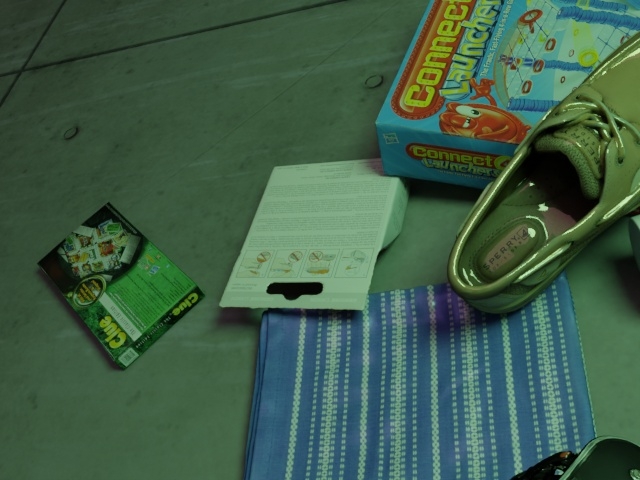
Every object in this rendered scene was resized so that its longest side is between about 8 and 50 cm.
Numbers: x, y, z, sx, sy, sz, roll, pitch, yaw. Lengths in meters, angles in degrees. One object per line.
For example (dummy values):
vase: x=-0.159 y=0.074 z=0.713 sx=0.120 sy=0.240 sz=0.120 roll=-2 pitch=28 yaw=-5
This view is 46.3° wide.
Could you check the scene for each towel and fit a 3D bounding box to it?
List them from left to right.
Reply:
towel: x=0.086 y=0.143 z=0.734 sx=0.336 sy=0.040 sz=0.243 roll=-10 pitch=49 yaw=18

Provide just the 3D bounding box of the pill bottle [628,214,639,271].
pill bottle: x=0.381 y=-0.010 z=0.672 sx=0.180 sy=0.108 sz=0.108 roll=-17 pitch=47 yaw=12

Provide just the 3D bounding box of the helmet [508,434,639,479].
helmet: x=0.199 y=0.233 z=0.516 sx=0.169 sy=0.169 sz=0.161 roll=-40 pitch=77 yaw=-10

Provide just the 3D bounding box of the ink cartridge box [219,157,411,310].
ink cartridge box: x=0.000 y=0.000 z=0.886 sx=0.181 sy=0.056 sz=0.225 roll=-1 pitch=52 yaw=24

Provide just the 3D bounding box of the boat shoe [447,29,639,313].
boat shoe: x=0.245 y=-0.071 z=0.679 sx=0.121 sy=0.110 sz=0.341 roll=40 pitch=95 yaw=21

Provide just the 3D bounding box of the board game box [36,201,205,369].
board game box: x=-0.272 y=0.050 z=0.995 sx=0.136 sy=0.030 sz=0.259 roll=-41 pitch=46 yaw=-14

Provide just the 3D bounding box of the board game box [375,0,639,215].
board game box: x=0.256 y=-0.194 z=0.869 sx=0.302 sy=0.086 sz=0.308 roll=11 pitch=58 yaw=20
